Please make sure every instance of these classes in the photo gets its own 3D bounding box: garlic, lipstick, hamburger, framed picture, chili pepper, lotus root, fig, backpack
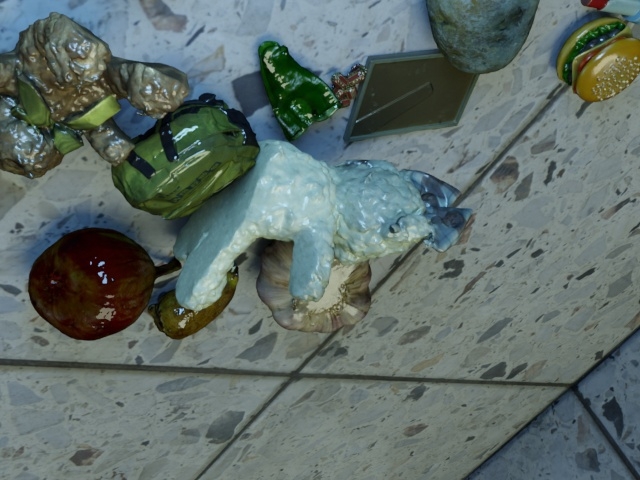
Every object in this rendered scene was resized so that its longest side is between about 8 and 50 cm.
[{"bbox_3d":[-0.009,0.067,1.743,0.245,0.160,0.244,-4,109,-11],"label":"garlic"},{"bbox_3d":[0.562,-0.425,1.612,0.274,0.068,0.061,-3,144,-37],"label":"lipstick"},{"bbox_3d":[0.518,-0.333,1.656,0.162,0.115,0.162,-19,146,-14],"label":"hamburger"},{"bbox_3d":[0.170,-0.259,1.577,0.250,0.016,0.184,-12,142,-25],"label":"framed picture"},{"bbox_3d":[-0.039,-0.238,1.407,0.108,0.062,0.216,-36,146,-2],"label":"chili pepper"},{"bbox_3d":[0.249,-0.366,1.371,0.175,0.175,0.349,-26,148,-7],"label":"lotus root"},{"bbox_3d":[-0.227,0.118,1.698,0.191,0.094,0.108,-28,-179,-13],"label":"lotus root"},{"bbox_3d":[-0.345,0.041,1.494,0.290,0.191,0.190,-49,169,-51],"label":"fig"},{"bbox_3d":[-0.202,-0.123,1.312,0.207,0.140,0.253,-37,178,9],"label":"backpack"}]

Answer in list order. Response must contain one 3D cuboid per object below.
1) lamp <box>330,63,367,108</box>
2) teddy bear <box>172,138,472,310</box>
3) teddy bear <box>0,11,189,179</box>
[{"bbox_3d":[0.041,-0.251,1.479,0.063,0.031,0.083,-15,147,-19],"label":"lamp"},{"bbox_3d":[0.000,0.000,1.505,0.362,0.327,0.375,26,116,-26],"label":"teddy bear"},{"bbox_3d":[-0.332,-0.165,1.114,0.246,0.296,0.222,24,94,-39],"label":"teddy bear"}]
